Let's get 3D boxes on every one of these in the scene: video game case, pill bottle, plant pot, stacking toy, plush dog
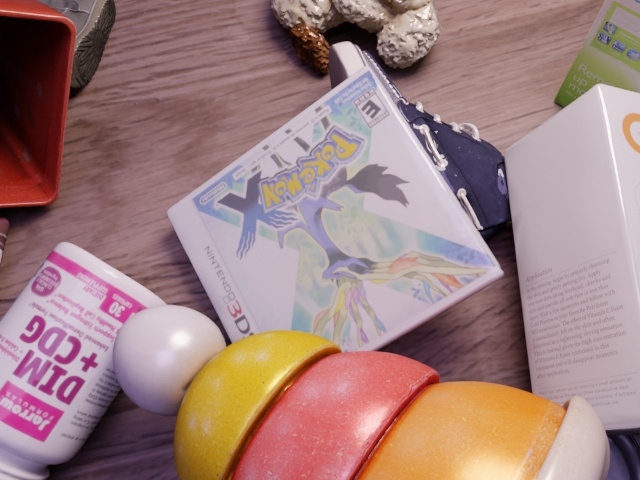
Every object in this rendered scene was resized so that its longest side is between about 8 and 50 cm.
[{"bbox_3d":[0.000,0.000,0.774,0.329,0.036,0.299,-33,75,14],"label":"video game case"},{"bbox_3d":[-0.320,0.158,0.744,0.160,0.160,0.283,28,75,13],"label":"pill bottle"},{"bbox_3d":[-0.498,-0.211,0.811,0.268,0.267,0.236,-7,40,-38],"label":"plant pot"},{"bbox_3d":[-0.019,0.196,0.611,0.480,0.350,0.350,30,75,22],"label":"stacking toy"},{"bbox_3d":[0.028,-0.377,0.914,0.226,0.211,0.262,-17,69,23],"label":"plush dog"}]

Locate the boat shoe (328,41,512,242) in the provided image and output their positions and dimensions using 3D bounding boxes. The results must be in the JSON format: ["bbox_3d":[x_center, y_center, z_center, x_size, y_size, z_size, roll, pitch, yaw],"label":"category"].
[{"bbox_3d":[0.135,-0.129,0.848,0.158,0.127,0.340,-19,77,-10],"label":"boat shoe"}]

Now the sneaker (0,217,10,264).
[{"bbox_3d":[-0.559,-0.010,0.863,0.282,0.106,0.162,10,64,-2],"label":"sneaker"}]

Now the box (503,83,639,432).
[{"bbox_3d":[0.356,0.034,0.701,0.215,0.168,0.345,8,69,-20],"label":"box"}]

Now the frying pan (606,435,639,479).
[{"bbox_3d":[0.316,0.321,0.705,0.197,0.053,0.326,-32,68,-7],"label":"frying pan"}]

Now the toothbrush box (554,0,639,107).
[{"bbox_3d":[0.439,-0.233,0.767,0.206,0.283,0.122,35,76,14],"label":"toothbrush box"}]

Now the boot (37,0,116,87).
[{"bbox_3d":[-0.440,-0.323,0.971,0.209,0.076,0.189,11,57,1],"label":"boot"}]
